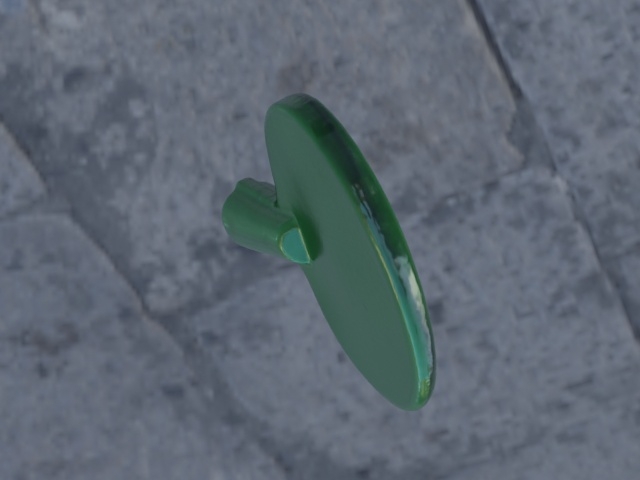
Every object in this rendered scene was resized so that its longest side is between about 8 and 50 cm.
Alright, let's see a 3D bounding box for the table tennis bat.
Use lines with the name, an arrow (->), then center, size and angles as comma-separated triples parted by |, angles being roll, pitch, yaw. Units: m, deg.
table tennis bat -> 0.000, 0.000, 0.877 | 0.039, 0.257, 0.160 | -23, 104, -15
